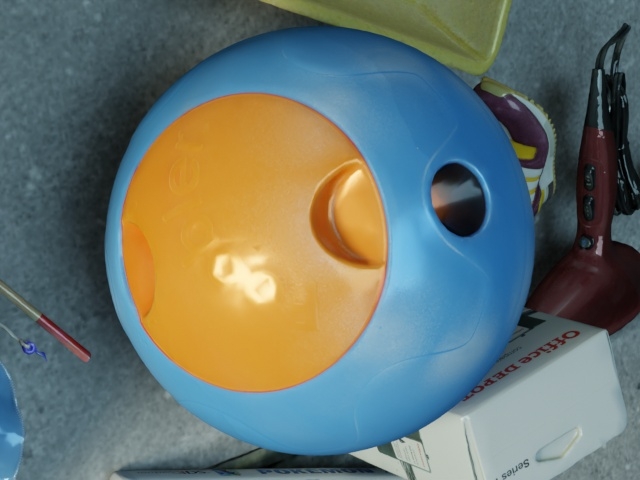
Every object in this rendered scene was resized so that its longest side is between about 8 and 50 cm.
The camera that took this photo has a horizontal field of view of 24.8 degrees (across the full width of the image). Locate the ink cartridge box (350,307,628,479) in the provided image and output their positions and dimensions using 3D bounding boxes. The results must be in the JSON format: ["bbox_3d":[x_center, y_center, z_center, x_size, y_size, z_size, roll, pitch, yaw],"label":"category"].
[{"bbox_3d":[0.109,0.116,1.128,0.153,0.208,0.086,-27,113,-29],"label":"ink cartridge box"}]

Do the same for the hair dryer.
[{"bbox_3d":[0.227,-0.017,1.252,0.223,0.080,0.293,46,58,-42],"label":"hair dryer"}]

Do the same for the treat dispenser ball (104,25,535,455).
[{"bbox_3d":[0.000,0.000,0.984,0.288,0.288,0.288,-7,102,-34],"label":"treat dispenser ball"}]

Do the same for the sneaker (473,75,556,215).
[{"bbox_3d":[0.143,-0.054,1.173,0.084,0.069,0.185,-50,150,-14],"label":"sneaker"}]

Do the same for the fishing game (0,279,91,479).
[{"bbox_3d":[-0.283,0.127,0.927,0.189,0.041,0.264,43,84,-14],"label":"fishing game"}]

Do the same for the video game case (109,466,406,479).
[{"bbox_3d":[-0.046,0.343,1.159,0.300,0.036,0.329,5,96,-32],"label":"video game case"}]

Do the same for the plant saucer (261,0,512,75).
[{"bbox_3d":[0.021,-0.321,1.071,0.333,0.081,0.332,13,90,-36],"label":"plant saucer"}]
